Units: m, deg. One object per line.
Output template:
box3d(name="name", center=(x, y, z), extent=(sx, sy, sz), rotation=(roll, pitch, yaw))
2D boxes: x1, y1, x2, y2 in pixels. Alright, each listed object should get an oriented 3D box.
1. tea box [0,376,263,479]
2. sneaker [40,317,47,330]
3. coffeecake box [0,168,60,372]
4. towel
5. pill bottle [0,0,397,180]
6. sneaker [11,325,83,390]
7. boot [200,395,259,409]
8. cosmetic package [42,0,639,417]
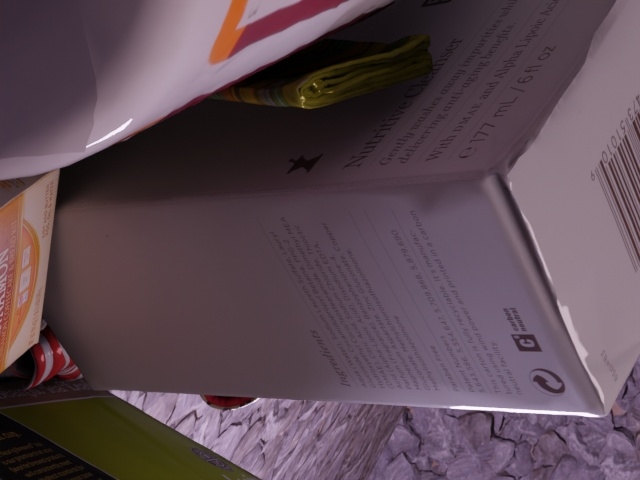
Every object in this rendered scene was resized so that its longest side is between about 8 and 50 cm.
box3d(name="tea box", center=(-0.141, 0.257, 0.924), extent=(0.220, 0.324, 0.329), rotation=(-62, 166, 4))
box3d(name="sneaker", center=(-0.190, 0.031, 0.934), extent=(0.109, 0.040, 0.043), rotation=(-41, 138, -63))
box3d(name="coffeecake box", center=(-0.226, 0.041, 0.743), extent=(0.185, 0.068, 0.142), rotation=(-46, 160, -46))
box3d(name="towel", center=(-0.065, -0.095, 0.721), extent=(0.102, 0.237, 0.021), rotation=(-21, 114, -46))
box3d(name="pill bottle", center=(-0.053, -0.185, 0.607), extent=(0.392, 0.224, 0.224), rotation=(-39, 153, -58))
box3d(name="sneaker", center=(-0.194, 0.082, 0.990), extent=(0.067, 0.042, 0.118), rotation=(-24, 170, -28))
box3d(name="boot", center=(-0.005, 0.025, 1.099), extent=(0.236, 0.085, 0.178), rotation=(-48, -175, 16))
box3d(name="cosmetic package", center=(0.012, -0.030, 0.803), extent=(0.217, 0.385, 0.156), rotation=(-53, 126, -38))
